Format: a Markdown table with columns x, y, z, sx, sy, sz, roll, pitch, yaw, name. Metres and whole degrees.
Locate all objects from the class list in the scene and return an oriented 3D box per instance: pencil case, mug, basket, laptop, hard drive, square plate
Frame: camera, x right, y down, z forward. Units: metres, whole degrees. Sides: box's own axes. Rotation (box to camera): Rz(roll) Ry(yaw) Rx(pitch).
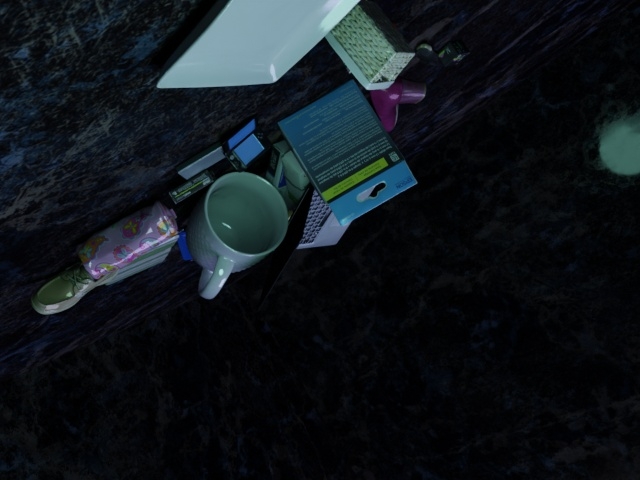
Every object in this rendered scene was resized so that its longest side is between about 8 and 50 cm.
| x | y | z | sx | sy | sz | roll | pitch | yaw | name |
| --- | --- | --- | --- | --- | --- | --- | --- | --- | --- |
| -0.537 | -0.006 | 1.731 | 0.284 | 0.124 | 0.124 | -32 | 175 | -6 | pencil case |
| -0.305 | 0.010 | 1.970 | 0.328 | 0.276 | 0.374 | -34 | -143 | 55 | mug |
| 0.106 | -0.416 | 1.303 | 0.103 | 0.167 | 0.113 | -41 | 170 | 34 | basket |
| 0.000 | 0.000 | 1.939 | 0.408 | 0.236 | 0.382 | -6 | 147 | -33 | laptop |
| -0.309 | -0.210 | 1.624 | 0.135 | 0.022 | 0.094 | -31 | 174 | 0 | hard drive |
| -0.084 | -0.393 | 1.083 | 0.347 | 0.049 | 0.344 | -35 | 174 | 35 | square plate |

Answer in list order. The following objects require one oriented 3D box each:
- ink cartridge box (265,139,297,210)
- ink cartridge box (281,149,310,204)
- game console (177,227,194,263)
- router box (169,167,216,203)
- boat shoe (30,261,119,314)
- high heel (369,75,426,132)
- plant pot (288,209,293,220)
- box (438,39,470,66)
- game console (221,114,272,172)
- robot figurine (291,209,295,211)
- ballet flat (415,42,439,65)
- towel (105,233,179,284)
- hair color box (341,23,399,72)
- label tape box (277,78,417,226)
| x | y | z | sx | sy | sz | roll | pitch | yaw | name |
| --- | --- | --- | --- | --- | --- | --- | --- | --- | --- |
| -0.051 | -0.237 | 2.059 | 0.307 | 0.072 | 0.303 | -28 | 151 | -35 | ink cartridge box |
| -0.025 | -0.213 | 1.942 | 0.160 | 0.092 | 0.219 | -38 | 156 | -15 | ink cartridge box |
| -0.398 | -0.035 | 2.355 | 0.293 | 0.173 | 0.250 | -15 | 140 | -10 | game console |
| -0.352 | -0.152 | 1.704 | 0.122 | 0.038 | 0.092 | -31 | -168 | 1 | router box |
| -0.732 | 0.117 | 1.870 | 0.302 | 0.109 | 0.098 | -34 | 173 | -46 | boat shoe |
| 0.178 | -0.441 | 1.987 | 0.181 | 0.127 | 0.377 | 1 | 168 | -18 | high heel |
| -0.147 | -0.098 | 2.491 | 0.079 | 0.083 | 0.083 | -31 | 174 | 2 | plant pot |
| 0.425 | -0.597 | 1.969 | 0.083 | 0.052 | 0.062 | -27 | 173 | -45 | box |
| -0.188 | -0.248 | 1.594 | 0.122 | 0.107 | 0.071 | -43 | -155 | -12 | game console |
| -0.131 | -0.113 | 2.650 | 0.209 | 0.173 | 0.278 | -21 | 170 | -28 | robot figurine |
| 0.316 | -0.560 | 1.831 | 0.057 | 0.049 | 0.173 | 14 | -173 | 16 | ballet flat |
| -0.643 | 0.062 | 2.205 | 0.248 | 0.038 | 0.325 | -27 | 175 | -29 | towel |
| 0.125 | -0.472 | 1.518 | 0.141 | 0.043 | 0.072 | -29 | 175 | -11 | hair color box |
| 0.074 | -0.237 | 1.736 | 0.249 | 0.347 | 0.115 | -30 | 173 | -3 | label tape box |
